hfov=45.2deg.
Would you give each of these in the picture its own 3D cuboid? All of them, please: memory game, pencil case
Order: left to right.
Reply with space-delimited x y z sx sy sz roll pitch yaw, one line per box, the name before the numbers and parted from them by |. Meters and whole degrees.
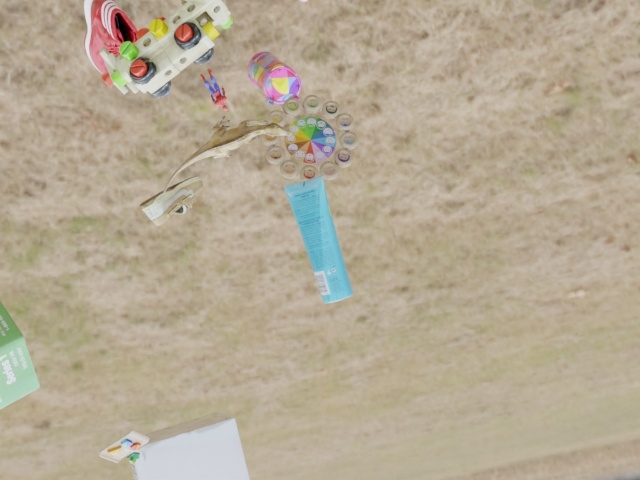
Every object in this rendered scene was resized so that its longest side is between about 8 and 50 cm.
pencil case | -0.120 -0.413 1.955 0.104 0.236 0.104 -7 117 -14
memory game | -0.020 -0.193 1.453 0.186 0.186 0.012 -7 163 -6

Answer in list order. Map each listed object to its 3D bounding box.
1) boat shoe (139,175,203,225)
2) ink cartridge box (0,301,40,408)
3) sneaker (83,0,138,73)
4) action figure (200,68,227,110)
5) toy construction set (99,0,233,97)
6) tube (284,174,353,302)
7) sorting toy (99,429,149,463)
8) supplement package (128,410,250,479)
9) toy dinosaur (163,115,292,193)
boat shoe | -0.219 -0.060 1.162 0.050 0.045 0.135 -19 -168 35
ink cartridge box | -0.519 0.150 0.922 0.278 0.201 0.117 -28 146 -29
sneaker | -0.463 -0.434 1.714 0.087 0.128 0.221 -33 150 -23
action figure | -0.246 -0.351 1.814 0.038 0.115 0.030 -31 157 6
toy construction set | -0.296 -0.388 1.421 0.328 0.215 0.151 -42 155 19
tube | 0.000 0.000 1.280 0.080 0.207 0.052 -14 -175 28
sorting toy | -0.290 0.318 1.168 0.062 0.012 0.083 -36 148 -1
supplement package | -0.239 0.446 1.419 0.194 0.203 0.149 -13 177 -20
toy dinosaur | -0.129 -0.128 1.008 0.183 0.053 0.092 -23 -164 4
